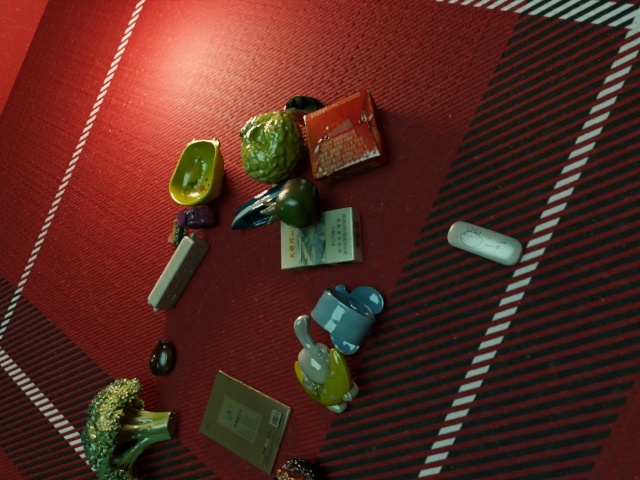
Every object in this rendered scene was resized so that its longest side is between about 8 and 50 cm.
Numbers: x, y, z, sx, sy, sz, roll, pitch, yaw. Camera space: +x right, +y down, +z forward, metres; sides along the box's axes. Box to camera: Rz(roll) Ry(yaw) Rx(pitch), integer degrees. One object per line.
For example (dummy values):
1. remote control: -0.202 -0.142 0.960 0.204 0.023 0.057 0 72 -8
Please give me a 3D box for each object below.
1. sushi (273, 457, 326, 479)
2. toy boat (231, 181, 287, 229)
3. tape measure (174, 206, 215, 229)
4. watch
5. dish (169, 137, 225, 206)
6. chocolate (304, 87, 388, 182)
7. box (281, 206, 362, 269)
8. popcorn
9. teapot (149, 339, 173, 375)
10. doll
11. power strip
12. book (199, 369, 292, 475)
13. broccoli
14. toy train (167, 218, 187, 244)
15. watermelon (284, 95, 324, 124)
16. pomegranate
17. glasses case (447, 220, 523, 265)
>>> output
1. sushi: -0.059 0.702 1.405 0.172 0.153 0.151 -6 57 50
2. toy boat: -0.186 -0.112 1.672 0.299 0.096 0.062 -24 62 23
3. tape measure: -0.444 -0.083 1.792 0.118 0.125 0.074 -13 78 41
4. watch: 0.063 0.210 1.405 0.210 0.193 0.211 -6 76 26
5. dish: -0.427 -0.234 1.819 0.221 0.108 0.263 5 76 33
6. chocolate: 0.083 -0.315 1.554 0.237 0.108 0.235 -19 72 27
7. box: 0.000 0.000 1.556 0.256 0.069 0.164 -9 75 28
8. popcorn: -0.153 -0.288 1.641 0.205 0.252 0.237 -3 41 6
9. teapot: -0.578 0.422 1.790 0.098 0.078 0.129 13 86 31
10. doll: 0.006 0.364 1.421 0.252 0.111 0.237 42 142 30
11. power strip: -0.520 0.126 1.809 0.058 0.098 0.338 37 99 27
12. book: -0.248 0.578 1.606 0.310 0.021 0.217 17 89 31
13. broccoli: -0.674 0.660 1.698 0.301 0.249 0.376 -18 66 28
14. toy train: -0.539 -0.034 1.887 0.064 0.044 0.103 4 82 41
15. watermelon: -0.047 -0.427 1.679 0.135 0.125 0.094 29 125 13
16. pomegranate: -0.091 -0.105 1.523 0.191 0.131 0.152 -21 36 32
17. glasses case: 0.433 0.007 1.320 0.197 0.049 0.076 24 92 31
